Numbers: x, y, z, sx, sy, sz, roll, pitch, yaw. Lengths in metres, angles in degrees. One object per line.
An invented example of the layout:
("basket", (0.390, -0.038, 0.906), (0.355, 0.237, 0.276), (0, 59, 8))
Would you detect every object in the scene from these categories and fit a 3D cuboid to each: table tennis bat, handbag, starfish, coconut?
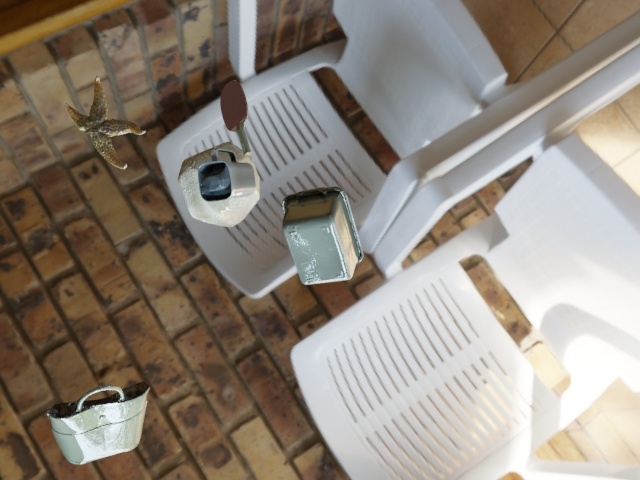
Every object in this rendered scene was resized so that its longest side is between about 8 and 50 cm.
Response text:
("table tennis bat", (-0.164, -0.242, 1.206), (0.087, 0.013, 0.156), (-30, 73, 46))
("handbag", (-0.553, 0.431, 1.524), (0.109, 0.241, 0.315), (57, 146, 38))
("starfish", (-0.588, -0.319, 1.682), (0.247, 0.138, 0.050), (48, 170, -2))
("coconut", (-0.299, -0.161, 1.851), (0.245, 0.245, 0.247), (11, 125, 67))

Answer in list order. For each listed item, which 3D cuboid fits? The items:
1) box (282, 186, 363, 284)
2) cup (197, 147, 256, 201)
("box", (0.000, 0.000, 1.093), (0.093, 0.124, 0.172), (-75, -29, -54))
("cup", (-0.234, -0.164, 1.504), (0.095, 0.129, 0.128), (-6, 94, 25))
